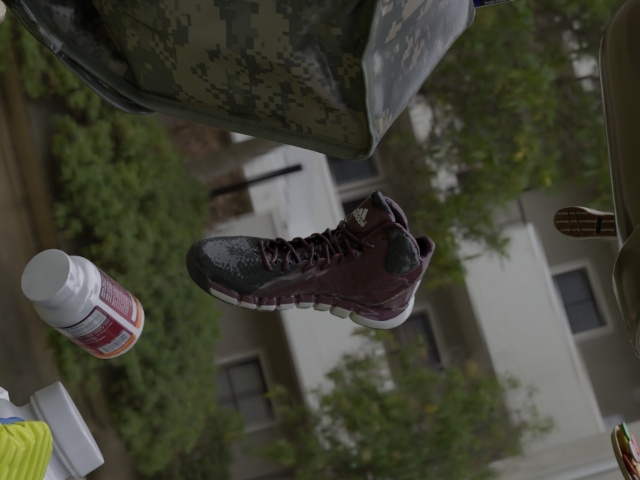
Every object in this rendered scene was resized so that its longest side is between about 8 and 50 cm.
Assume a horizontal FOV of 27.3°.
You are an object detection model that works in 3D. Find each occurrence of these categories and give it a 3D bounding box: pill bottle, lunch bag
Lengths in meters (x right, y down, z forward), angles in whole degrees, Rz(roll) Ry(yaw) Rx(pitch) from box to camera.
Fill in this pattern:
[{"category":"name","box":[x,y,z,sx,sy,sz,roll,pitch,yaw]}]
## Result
[{"category":"pill bottle","box":[-0.395,0.276,1.517,0.152,0.272,0.152,57,-11,17]},{"category":"lunch bag","box":[-0.055,-0.193,0.930,0.235,0.287,0.169,-54,153,-51]},{"category":"pill bottle","box":[-0.273,0.070,1.504,0.152,0.086,0.086,50,18,-54]}]

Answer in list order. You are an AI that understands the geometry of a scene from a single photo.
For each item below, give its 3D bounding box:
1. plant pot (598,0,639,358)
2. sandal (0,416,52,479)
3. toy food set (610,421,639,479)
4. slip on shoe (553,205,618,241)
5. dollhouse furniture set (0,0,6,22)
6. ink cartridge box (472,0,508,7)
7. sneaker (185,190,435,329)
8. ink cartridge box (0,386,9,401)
[{"category":"plant pot","box":[0.371,-0.083,1.113,0.323,0.323,0.280,87,-11,-61]},{"category":"sandal","box":[-0.329,0.199,1.169,0.317,0.138,0.126,84,20,-71]},{"category":"toy food set","box":[0.344,0.243,1.454,0.082,0.020,0.083,39,33,-53]},{"category":"slip on shoe","box":[0.411,-0.022,1.955,0.041,0.135,0.051,22,75,-48]},{"category":"dollhouse furniture set","box":[-0.444,-0.501,1.526,0.394,0.256,0.362,43,-47,22]},{"category":"ink cartridge box","box":[0.160,-0.329,1.787,0.224,0.223,0.045,-40,119,-65]},{"category":"sneaker","box":[0.000,0.000,1.476,0.106,0.281,0.162,-106,-145,-45]},{"category":"ink cartridge box","box":[-0.620,0.242,2.026,0.225,0.181,0.056,25,-54,30]}]
